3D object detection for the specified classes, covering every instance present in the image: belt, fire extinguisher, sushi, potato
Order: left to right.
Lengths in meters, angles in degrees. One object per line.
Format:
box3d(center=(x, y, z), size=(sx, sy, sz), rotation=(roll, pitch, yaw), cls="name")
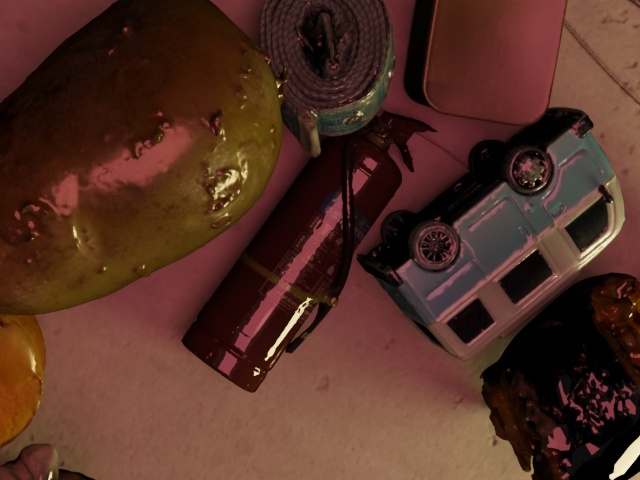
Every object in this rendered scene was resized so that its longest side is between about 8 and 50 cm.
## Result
box3d(center=(-0.194, -0.071, 1.340), size=(0.359, 0.269, 0.219), rotation=(-44, 123, -18), cls="potato")
box3d(center=(0.000, 0.000, 1.511), size=(0.341, 0.105, 0.141), rotation=(-54, 145, -2), cls="fire extinguisher")
box3d(center=(0.007, -0.190, 1.450), size=(0.147, 0.082, 0.163), rotation=(-31, 70, -7), cls="belt")
box3d(center=(0.287, 0.157, 1.557), size=(0.204, 0.200, 0.213), rotation=(-22, 84, -11), cls="sushi")

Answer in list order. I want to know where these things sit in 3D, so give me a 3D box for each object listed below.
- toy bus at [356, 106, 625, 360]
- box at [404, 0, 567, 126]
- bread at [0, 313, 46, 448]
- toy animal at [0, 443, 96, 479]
box3d(center=(0.195, -0.006, 1.537), size=(0.271, 0.133, 0.165), rotation=(-39, 104, -6), cls="toy bus")
box3d(center=(0.172, -0.228, 1.518), size=(0.144, 0.090, 0.201), rotation=(6, 97, -16), cls="box")
box3d(center=(-0.399, 0.126, 1.396), size=(0.269, 0.142, 0.195), rotation=(-12, 113, -17), cls="bread")
box3d(center=(-0.270, 0.344, 1.377), size=(0.302, 0.194, 0.344), rotation=(-4, 114, -29), cls="toy animal")
